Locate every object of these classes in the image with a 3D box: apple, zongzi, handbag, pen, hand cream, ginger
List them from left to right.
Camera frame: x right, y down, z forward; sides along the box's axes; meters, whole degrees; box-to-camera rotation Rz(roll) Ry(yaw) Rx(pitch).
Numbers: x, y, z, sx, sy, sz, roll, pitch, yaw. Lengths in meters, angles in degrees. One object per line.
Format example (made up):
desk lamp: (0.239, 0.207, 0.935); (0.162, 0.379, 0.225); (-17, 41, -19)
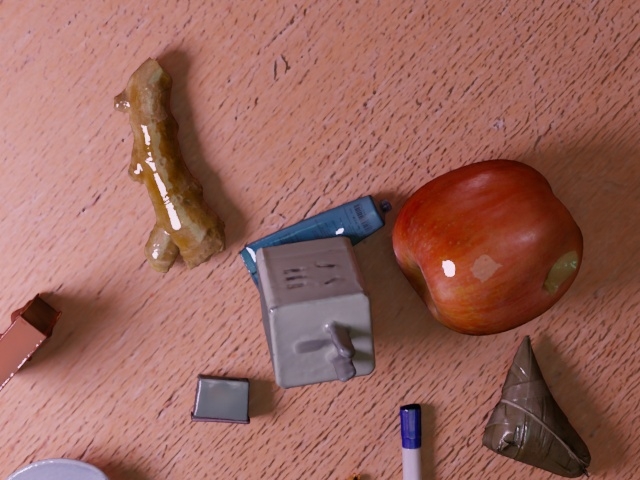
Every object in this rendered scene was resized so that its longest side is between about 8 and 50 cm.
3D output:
handbag: (-0.412, 0.143, 1.748); (0.063, 0.190, 0.127); (40, 93, -8)
ginger: (-0.210, -0.104, 1.802); (0.118, 0.065, 0.298); (-13, 96, -8)
hand cream: (0.000, 0.000, 1.852); (0.224, 0.048, 0.083); (-26, 99, 4)
pen: (0.137, 0.373, 1.916); (0.033, 0.033, 0.269); (-4, 98, -5)
apple: (0.234, 0.004, 1.775); (0.241, 0.242, 0.242); (-31, 99, -8)
zongzi: (0.348, 0.249, 1.905); (0.189, 0.081, 0.178); (21, 85, -14)

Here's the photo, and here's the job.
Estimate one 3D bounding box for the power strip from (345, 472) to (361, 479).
power strip: (0.018, 0.420, 1.910); (0.049, 0.028, 0.178); (24, 95, -8)

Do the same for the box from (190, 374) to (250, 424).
box: (-0.141, 0.226, 1.855); (0.085, 0.060, 0.063); (4, 92, -5)

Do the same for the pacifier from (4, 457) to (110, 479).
pacifier: (-0.339, 0.452, 1.774); (0.244, 0.233, 0.299); (-45, 98, 4)

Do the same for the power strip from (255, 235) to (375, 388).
power strip: (-0.004, 0.111, 1.758); (0.140, 0.224, 0.139); (-7, 120, -5)
